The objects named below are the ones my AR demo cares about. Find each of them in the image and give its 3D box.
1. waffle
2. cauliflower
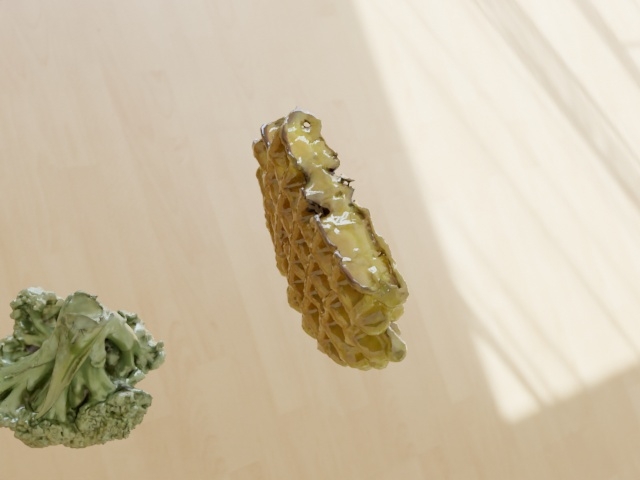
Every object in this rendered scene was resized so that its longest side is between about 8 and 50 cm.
[{"bbox_3d":[-0.001,0.001,0.901,0.065,0.309,0.283,-17,104,-20],"label":"waffle"},{"bbox_3d":[-0.396,0.178,1.366,0.327,0.260,0.281,-9,121,-44],"label":"cauliflower"}]
